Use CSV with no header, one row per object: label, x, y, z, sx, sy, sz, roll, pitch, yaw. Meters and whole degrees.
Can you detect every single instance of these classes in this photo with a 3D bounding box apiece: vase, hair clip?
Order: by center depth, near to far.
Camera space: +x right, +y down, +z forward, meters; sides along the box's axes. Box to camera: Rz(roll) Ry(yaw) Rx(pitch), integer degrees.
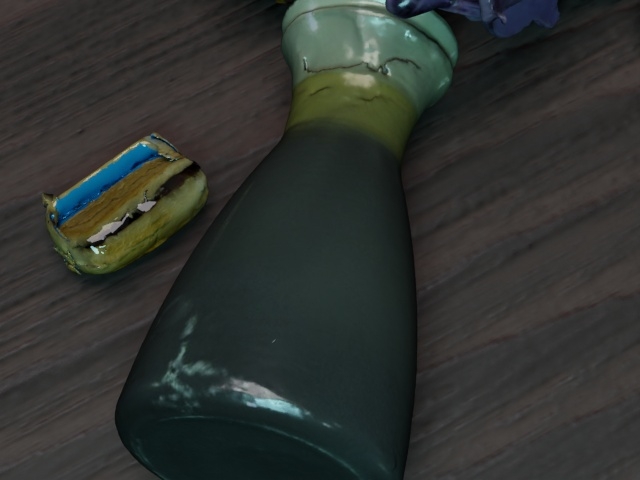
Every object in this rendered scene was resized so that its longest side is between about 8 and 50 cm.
vase,0.000,0.000,1.107,0.173,0.173,0.321,12,61,8
hair clip,0.129,-0.191,1.141,0.090,0.278,0.137,14,109,25

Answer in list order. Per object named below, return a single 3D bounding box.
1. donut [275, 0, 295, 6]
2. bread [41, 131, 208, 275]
donut,0.023,-0.248,1.227,0.235,0.089,0.235,-11,50,13
bread,-0.128,-0.019,1.176,0.106,0.053,0.072,-38,46,-16
